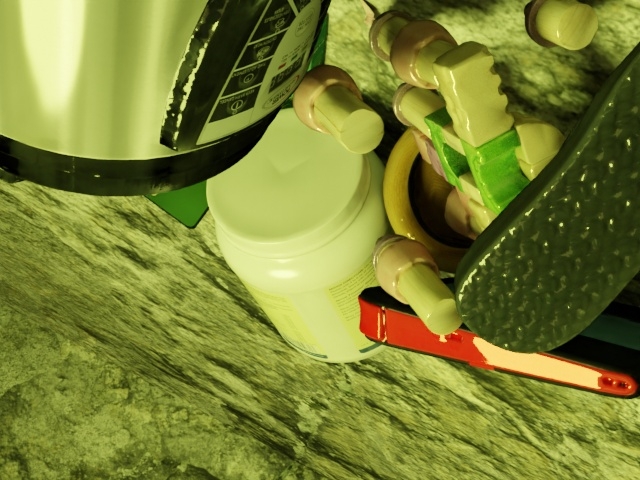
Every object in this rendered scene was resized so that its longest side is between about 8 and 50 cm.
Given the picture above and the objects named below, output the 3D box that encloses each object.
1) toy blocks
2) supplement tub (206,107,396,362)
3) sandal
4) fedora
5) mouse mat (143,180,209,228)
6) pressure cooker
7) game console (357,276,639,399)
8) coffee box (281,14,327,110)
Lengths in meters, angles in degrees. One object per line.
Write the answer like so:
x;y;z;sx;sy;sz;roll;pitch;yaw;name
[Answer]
0.151;-0.115;0.973;0.289;0.309;0.260;63;176;-28;toy blocks
0.000;0.000;1.234;0.235;0.235;0.325;19;157;27;supplement tub
0.278;-0.080;0.802;0.167;0.107;0.446;35;120;-15;sandal
0.170;-0.059;1.108;0.194;0.194;0.079;28;-167;11;fedora
-0.219;-0.108;1.403;0.152;0.190;0.007;37;129;-7;mouse mat
-0.179;-0.250;0.815;0.369;0.375;0.420;2;141;-16;pressure cooker
0.265;0.098;1.090;0.342;0.060;0.386;8;-173;36;game console
-0.052;-0.229;1.147;0.113;0.040;0.184;27;154;11;coffee box
